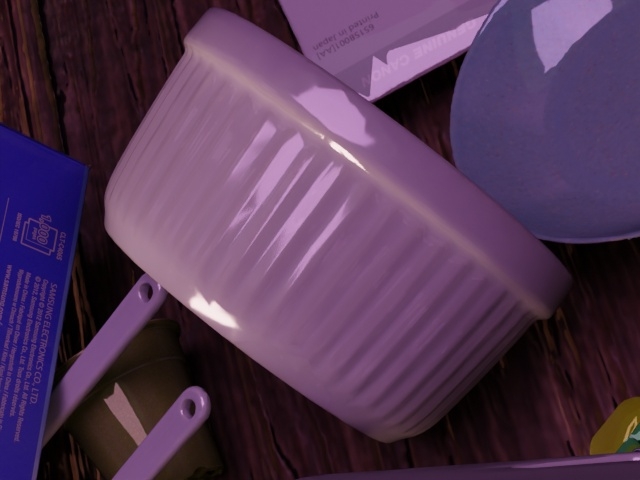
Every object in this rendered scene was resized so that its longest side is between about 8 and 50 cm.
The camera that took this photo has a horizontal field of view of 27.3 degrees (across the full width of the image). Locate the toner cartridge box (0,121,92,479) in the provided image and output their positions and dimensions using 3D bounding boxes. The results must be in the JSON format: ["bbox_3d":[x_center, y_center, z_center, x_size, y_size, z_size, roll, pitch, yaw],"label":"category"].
[{"bbox_3d":[-0.206,0.122,0.630,0.165,0.075,0.347,-30,45,43],"label":"toner cartridge box"}]

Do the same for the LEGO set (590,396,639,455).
[{"bbox_3d":[0.165,0.108,0.555,0.093,0.087,0.227,36,77,27],"label":"LEGO set"}]

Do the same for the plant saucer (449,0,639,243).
[{"bbox_3d":[0.151,-0.077,0.610,0.195,0.037,0.195,-22,50,29],"label":"plant saucer"}]

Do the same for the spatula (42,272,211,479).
[{"bbox_3d":[-0.110,0.144,0.622,0.242,0.019,0.168,-48,59,26],"label":"spatula"}]

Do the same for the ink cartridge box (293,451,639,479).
[{"bbox_3d":[0.112,0.259,0.392,0.279,0.160,0.384,-6,81,12],"label":"ink cartridge box"}]

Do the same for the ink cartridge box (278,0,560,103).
[{"bbox_3d":[0.085,-0.217,0.741,0.275,0.060,0.239,-28,69,7],"label":"ink cartridge box"}]

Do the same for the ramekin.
[{"bbox_3d":[0.000,0.000,0.597,0.207,0.207,0.109,37,90,30],"label":"ramekin"}]

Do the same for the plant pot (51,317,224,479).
[{"bbox_3d":[-0.089,0.095,0.667,0.083,0.083,0.079,-34,73,4],"label":"plant pot"}]
